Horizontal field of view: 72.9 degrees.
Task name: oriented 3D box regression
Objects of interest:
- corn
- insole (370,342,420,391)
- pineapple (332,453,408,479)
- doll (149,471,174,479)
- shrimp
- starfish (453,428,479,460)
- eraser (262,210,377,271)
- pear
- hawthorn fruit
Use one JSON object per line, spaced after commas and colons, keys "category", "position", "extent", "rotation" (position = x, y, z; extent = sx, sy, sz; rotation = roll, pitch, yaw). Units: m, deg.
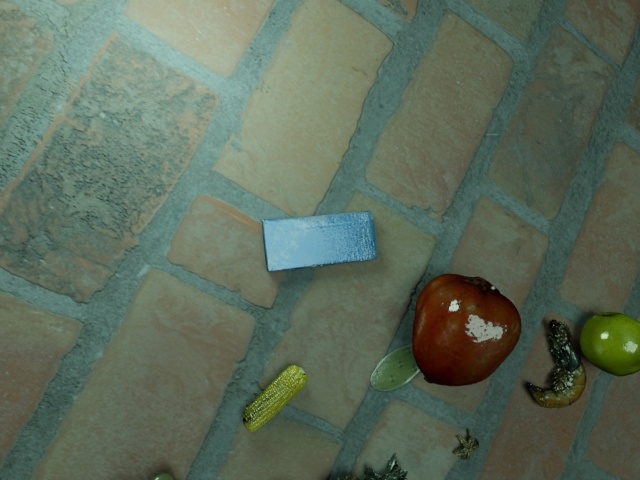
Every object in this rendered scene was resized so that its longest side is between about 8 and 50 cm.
{"category": "corn", "position": [-0.119, 0.409, 1.128], "extent": [0.203, 0.072, 0.072], "rotation": [-42, 99, -12]}
{"category": "insole", "position": [0.286, 0.346, 1.277], "extent": [0.323, 0.007, 0.109], "rotation": [-23, 95, -14]}
{"category": "pineapple", "position": [0.131, 0.683, 1.181], "extent": [0.252, 0.125, 0.125], "rotation": [-9, 91, -26]}
{"category": "doll", "position": [-0.408, 0.759, 0.920], "extent": [0.379, 0.382, 0.252], "rotation": [-37, 132, 0]}
{"category": "shrimp", "position": [0.739, 0.401, 1.378], "extent": [0.223, 0.054, 0.290], "rotation": [-19, 97, -15]}
{"category": "starfish", "position": [0.441, 0.615, 1.302], "extent": [0.078, 0.028, 0.091], "rotation": [19, 79, -12]}
{"category": "eraser", "position": [0.000, 0.000, 1.187], "extent": [0.312, 0.043, 0.144], "rotation": [-6, 89, -16]}
{"category": "pear", "position": [0.933, 0.326, 1.369], "extent": [0.198, 0.198, 0.198], "rotation": [0, 88, -16]}
{"category": "hawthorn fruit", "position": [0.376, 0.236, 1.162], "extent": [0.295, 0.295, 0.311], "rotation": [42, 68, -11]}
